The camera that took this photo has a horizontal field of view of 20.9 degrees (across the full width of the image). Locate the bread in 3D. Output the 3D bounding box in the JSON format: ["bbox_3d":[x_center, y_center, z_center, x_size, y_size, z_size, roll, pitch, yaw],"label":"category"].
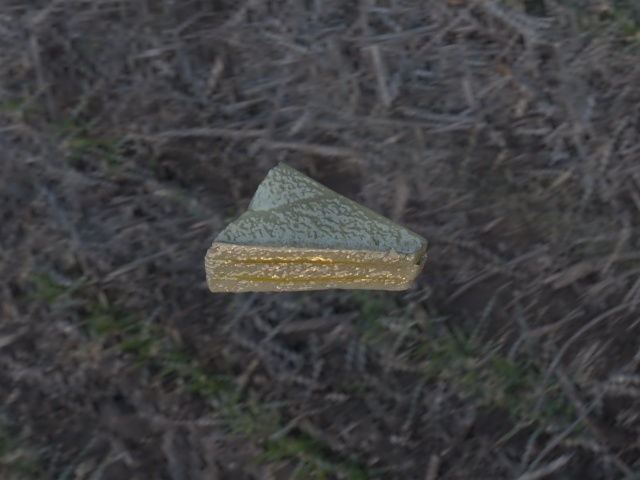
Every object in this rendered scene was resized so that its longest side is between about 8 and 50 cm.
[{"bbox_3d":[-0.003,0.018,1.405,0.152,0.105,0.077,28,148,10],"label":"bread"}]
